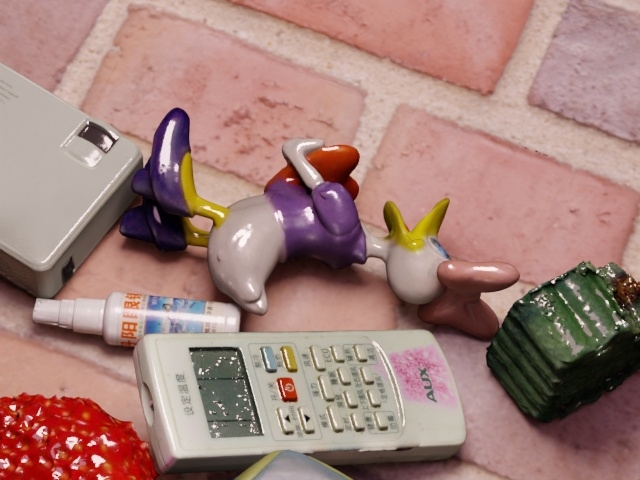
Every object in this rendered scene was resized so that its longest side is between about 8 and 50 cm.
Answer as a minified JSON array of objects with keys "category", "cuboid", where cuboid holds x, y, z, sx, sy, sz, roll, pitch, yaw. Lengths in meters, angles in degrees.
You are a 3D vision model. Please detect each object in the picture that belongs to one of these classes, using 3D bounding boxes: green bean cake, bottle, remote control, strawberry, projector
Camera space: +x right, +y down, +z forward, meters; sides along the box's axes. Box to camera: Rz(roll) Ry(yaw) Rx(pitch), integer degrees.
[{"category":"green bean cake","cuboid":[0.282,0.086,2.013,0.193,0.208,0.107,-27,70,-15]},{"category":"bottle","cuboid":[-0.193,0.085,2.064,0.217,0.060,0.060,5,62,0]},{"category":"remote control","cuboid":[-0.016,0.159,1.974,0.344,0.050,0.145,0,57,-29]},{"category":"strawberry","cuboid":[-0.264,0.265,1.861,0.261,0.257,0.261,0,70,-1]},{"category":"projector","cuboid":[-0.341,-0.075,2.117,0.257,0.099,0.192,31,65,13]}]

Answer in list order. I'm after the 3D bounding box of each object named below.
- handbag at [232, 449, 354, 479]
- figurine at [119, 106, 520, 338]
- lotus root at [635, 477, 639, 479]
[{"category":"handbag","cuboid":[-0.019,0.358,1.799,0.263,0.241,0.222,30,44,14]},{"category":"figurine","cuboid":[-0.004,-0.005,2.067,0.421,0.154,0.193,8,61,-1]},{"category":"lotus root","cuboid":[0.341,0.333,1.912,0.169,0.151,0.342,22,65,7]}]
